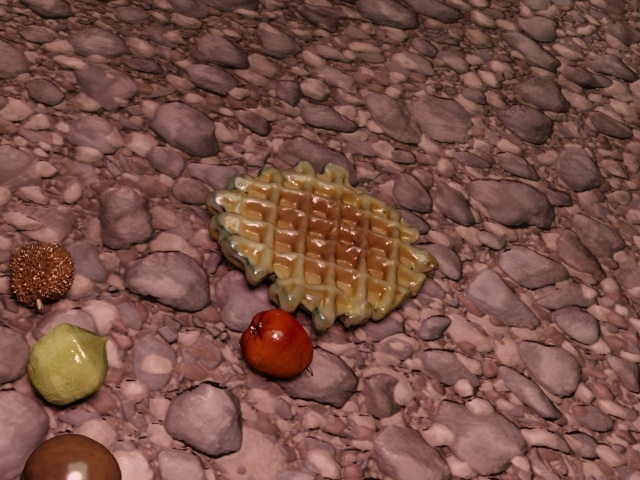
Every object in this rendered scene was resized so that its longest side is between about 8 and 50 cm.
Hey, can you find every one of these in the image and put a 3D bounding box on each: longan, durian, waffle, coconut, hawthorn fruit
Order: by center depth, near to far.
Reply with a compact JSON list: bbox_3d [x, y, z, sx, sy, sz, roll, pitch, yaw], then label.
[{"bbox_3d":[-0.256,0.248,1.202,0.113,0.092,0.113,2,63,-4],"label":"longan"},{"bbox_3d":[-0.276,0.135,1.328,0.096,0.088,0.088,-31,58,-12],"label":"coconut"},{"bbox_3d":[-0.329,0.043,1.420,0.080,0.080,0.091,3,59,-23],"label":"durian"},{"bbox_3d":[-0.048,0.132,1.455,0.093,0.081,0.081,41,32,-26],"label":"hawthorn fruit"},{"bbox_3d":[0.000,0.000,1.636,0.292,0.056,0.309,43,42,23],"label":"waffle"}]
